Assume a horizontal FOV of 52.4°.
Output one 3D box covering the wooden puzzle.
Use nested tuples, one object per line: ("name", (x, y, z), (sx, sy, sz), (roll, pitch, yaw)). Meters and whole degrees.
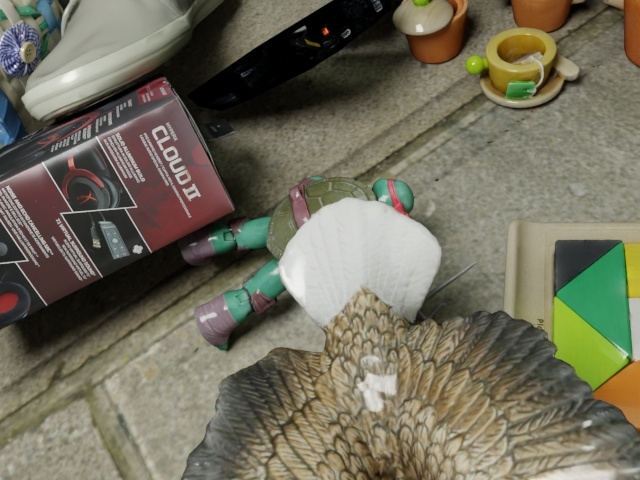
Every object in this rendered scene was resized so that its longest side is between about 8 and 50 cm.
("wooden puzzle", (0.256, 0.070, 0.475), (0.238, 0.044, 0.221), (3, 55, 16))

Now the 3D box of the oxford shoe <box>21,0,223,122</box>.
("oxford shoe", (-0.213, -0.272, 0.730), (0.169, 0.130, 0.449), (-12, 36, 22))

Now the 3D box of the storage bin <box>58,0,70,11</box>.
("storage bin", (-0.408, -0.322, 0.890), (0.135, 0.091, 0.098), (-34, 48, 21))

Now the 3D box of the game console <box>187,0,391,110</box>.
("game console", (0.022, -0.257, 0.730), (0.213, 0.044, 0.361), (-9, 30, 50))

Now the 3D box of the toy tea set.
("toy tea set", (0.245, -0.251, 0.665), (0.335, 0.124, 0.200), (-14, 52, 4))

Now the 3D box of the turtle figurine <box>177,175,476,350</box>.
("turtle figurine", (0.000, 0.000, 0.556), (0.234, 0.118, 0.175), (-19, 51, 7))

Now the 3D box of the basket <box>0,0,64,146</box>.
("basket", (-0.416, -0.192, 0.707), (0.289, 0.255, 0.201), (-43, 73, -16))

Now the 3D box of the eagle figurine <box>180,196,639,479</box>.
("eagle figurine", (0.044, 0.132, 0.359), (0.225, 0.226, 0.298), (30, 16, -7))

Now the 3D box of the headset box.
("headset box", (-0.217, -0.049, 0.594), (0.293, 0.110, 0.218), (-28, 24, -7))
